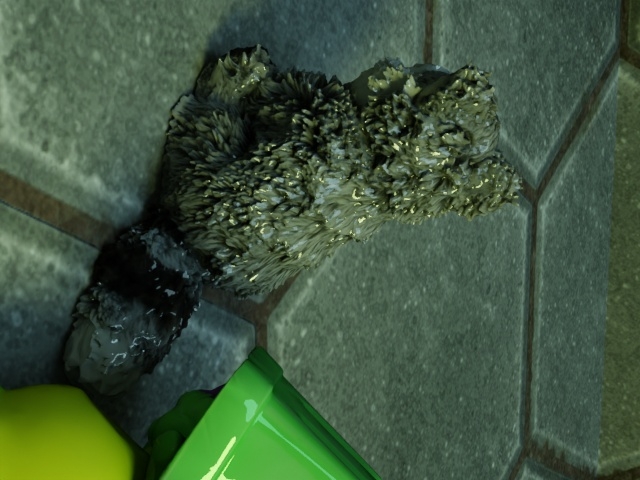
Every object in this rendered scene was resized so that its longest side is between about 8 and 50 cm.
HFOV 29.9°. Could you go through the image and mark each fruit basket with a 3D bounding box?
[{"bbox_3d":[-0.172,0.234,0.980,0.283,0.392,0.392,55,44,-88],"label":"fruit basket"}]

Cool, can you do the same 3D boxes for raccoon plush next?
[{"bbox_3d":[0.000,0.000,1.134,0.216,0.299,0.446,53,53,-50],"label":"raccoon plush"}]
